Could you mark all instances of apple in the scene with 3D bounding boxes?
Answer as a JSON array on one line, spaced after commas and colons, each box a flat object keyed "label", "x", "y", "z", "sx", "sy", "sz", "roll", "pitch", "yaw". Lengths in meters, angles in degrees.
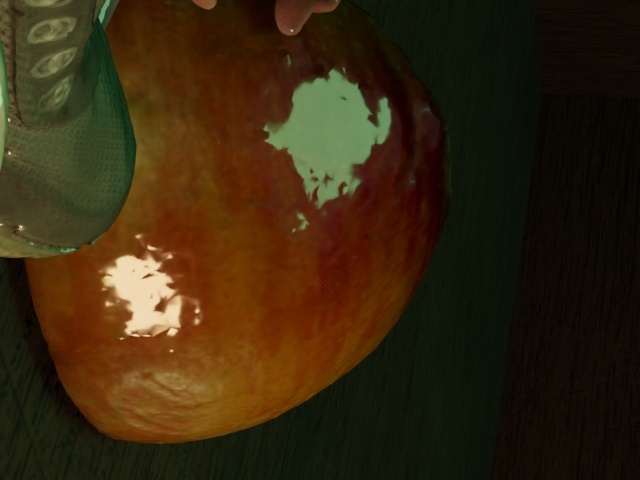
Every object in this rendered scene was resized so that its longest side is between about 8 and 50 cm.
[{"label": "apple", "x": -0.058, "y": -0.015, "z": 0.828, "sx": 0.254, "sy": 0.179, "sz": 0.346, "roll": -37, "pitch": 142, "yaw": -22}]

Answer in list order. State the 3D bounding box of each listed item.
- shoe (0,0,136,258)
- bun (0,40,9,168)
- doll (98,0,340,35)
[{"label": "shoe", "x": -0.105, "y": -0.118, "z": 0.506, "sx": 0.336, "sy": 0.171, "sz": 0.132, "roll": 63, "pitch": 35, "yaw": -48}, {"label": "bun", "x": -0.179, "y": -0.040, "z": 0.401, "sx": 0.173, "sy": 0.120, "sz": 0.173, "roll": -17, "pitch": 115, "yaw": -40}, {"label": "doll", "x": -0.078, "y": -0.190, "z": 0.671, "sx": 0.262, "sy": 0.093, "sz": 0.211, "roll": 41, "pitch": 83, "yaw": -30}]
